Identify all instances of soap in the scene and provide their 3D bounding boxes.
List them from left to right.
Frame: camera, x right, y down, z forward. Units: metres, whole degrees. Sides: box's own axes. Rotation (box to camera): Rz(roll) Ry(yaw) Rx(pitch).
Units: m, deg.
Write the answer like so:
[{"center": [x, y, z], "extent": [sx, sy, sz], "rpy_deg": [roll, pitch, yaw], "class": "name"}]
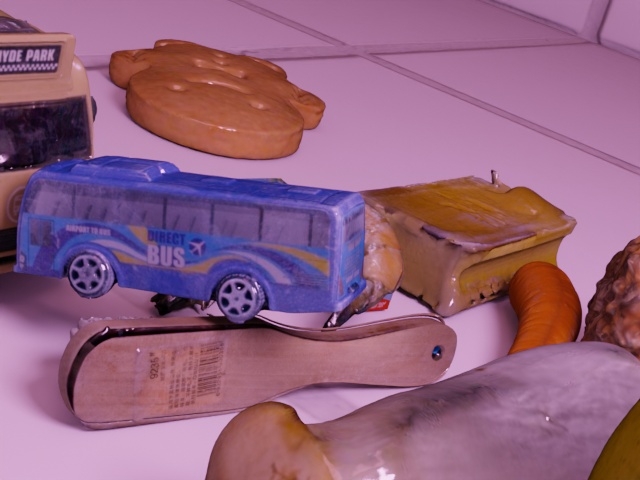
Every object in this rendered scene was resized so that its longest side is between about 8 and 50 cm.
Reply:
[{"center": [0.140, -0.004, 1.105], "extent": [0.135, 0.076, 0.233], "rpy_deg": [28, 26, 32], "class": "soap"}]

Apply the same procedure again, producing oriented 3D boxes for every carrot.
[{"center": [0.185, 0.077, 0.954], "extent": [0.066, 0.062, 0.271], "rpy_deg": [22, 23, 3], "class": "carrot"}]

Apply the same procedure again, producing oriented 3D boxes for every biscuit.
[{"center": [-0.127, -0.184, 1.396], "extent": [0.275, 0.052, 0.355], "rpy_deg": [13, 21, -6], "class": "biscuit"}]

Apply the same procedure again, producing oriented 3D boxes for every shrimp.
[{"center": [-0.025, 0.024, 0.908], "extent": [0.217, 0.051, 0.150], "rpy_deg": [-27, 47, -32], "class": "shrimp"}]

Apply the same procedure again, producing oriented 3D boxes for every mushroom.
[{"center": [0.093, 0.138, 0.660], "extent": [0.329, 0.122, 0.159], "rpy_deg": [-3, 19, -37], "class": "mushroom"}]

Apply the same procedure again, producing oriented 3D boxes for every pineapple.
[{"center": [0.311, 0.081, 0.915], "extent": [0.193, 0.166, 0.166], "rpy_deg": [25, 22, 4], "class": "pineapple"}]

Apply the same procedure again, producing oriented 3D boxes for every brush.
[{"center": [-0.038, 0.078, 0.803], "extent": [0.327, 0.070, 0.065], "rpy_deg": [1, 16, -37], "class": "brush"}]

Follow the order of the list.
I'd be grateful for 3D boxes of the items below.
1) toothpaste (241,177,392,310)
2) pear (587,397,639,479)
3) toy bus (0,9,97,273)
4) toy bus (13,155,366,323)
[{"center": [0.000, 0.000, 1.036], "extent": [0.070, 0.044, 0.193], "rpy_deg": [-3, 28, -37], "class": "toothpaste"}, {"center": [0.246, 0.179, 0.461], "extent": [0.287, 0.287, 0.375], "rpy_deg": [18, 26, 6], "class": "pear"}, {"center": [-0.340, -0.116, 0.875], "extent": [0.365, 0.202, 0.177], "rpy_deg": [30, 26, 29], "class": "toy bus"}, {"center": [-0.087, -0.003, 0.765], "extent": [0.236, 0.094, 0.079], "rpy_deg": [8, 7, 16], "class": "toy bus"}]
